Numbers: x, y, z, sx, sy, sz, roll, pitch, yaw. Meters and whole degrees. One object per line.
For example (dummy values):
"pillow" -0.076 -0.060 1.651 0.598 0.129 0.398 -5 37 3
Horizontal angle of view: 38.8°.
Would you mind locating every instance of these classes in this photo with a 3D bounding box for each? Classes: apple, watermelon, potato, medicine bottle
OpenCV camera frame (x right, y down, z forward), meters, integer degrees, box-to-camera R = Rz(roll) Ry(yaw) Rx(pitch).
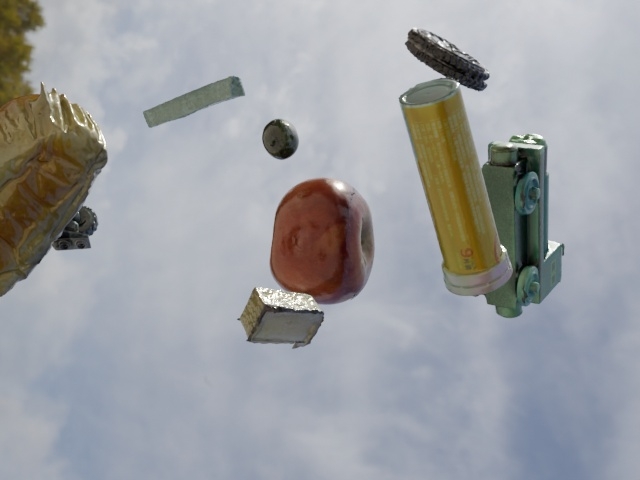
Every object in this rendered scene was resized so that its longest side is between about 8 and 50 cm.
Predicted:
"apple" 0.000 0.000 1.872 0.206 0.251 0.272 0 -115 13
"watermelon" -0.082 -0.210 1.865 0.111 0.078 0.078 -102 -145 -62
"potato" -0.060 0.119 1.399 0.086 0.122 0.061 -59 -137 26
"medicine bottle" 0.136 -0.052 0.923 0.074 0.074 0.218 21 -44 53

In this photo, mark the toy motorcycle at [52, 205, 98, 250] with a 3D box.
"toy motorcycle" -0.565 -0.006 1.729 0.106 0.270 0.159 91 -2 -45

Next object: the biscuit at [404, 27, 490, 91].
"biscuit" 0.253 -0.360 1.808 0.053 0.194 0.194 -60 -139 19

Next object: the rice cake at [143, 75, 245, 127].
"rice cake" -0.187 -0.202 1.333 0.170 0.029 0.033 -16 -84 24

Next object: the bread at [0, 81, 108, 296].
"bread" -0.525 -0.071 1.527 0.388 0.236 0.183 -42 -137 -2

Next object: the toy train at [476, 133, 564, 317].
"toy train" 0.324 -0.029 1.496 0.120 0.194 0.298 11 -61 33
